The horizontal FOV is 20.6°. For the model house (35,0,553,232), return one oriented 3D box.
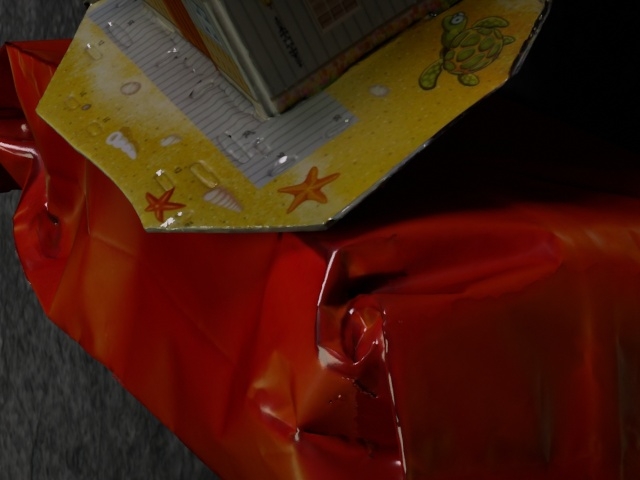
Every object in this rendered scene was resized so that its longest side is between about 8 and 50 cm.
[{"bbox_3d":[-0.024,-0.126,0.617,0.219,0.207,0.136,47,167,53],"label":"model house"}]

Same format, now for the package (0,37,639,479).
[{"bbox_3d":[0.000,0.001,0.726,0.423,0.196,0.123,33,121,53],"label":"package"}]
